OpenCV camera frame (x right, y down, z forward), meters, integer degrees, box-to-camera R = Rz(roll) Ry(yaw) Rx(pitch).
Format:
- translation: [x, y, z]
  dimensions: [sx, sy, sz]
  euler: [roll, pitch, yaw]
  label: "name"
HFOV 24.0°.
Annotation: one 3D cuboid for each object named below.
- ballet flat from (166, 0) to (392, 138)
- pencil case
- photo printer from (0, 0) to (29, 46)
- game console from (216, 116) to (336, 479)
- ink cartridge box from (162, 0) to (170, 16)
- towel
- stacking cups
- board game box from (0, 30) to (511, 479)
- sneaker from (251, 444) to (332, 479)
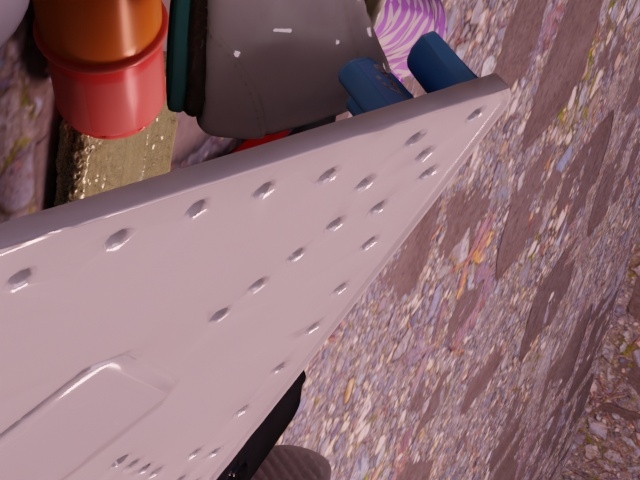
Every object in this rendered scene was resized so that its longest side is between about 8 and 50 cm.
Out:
- translation: [-0.008, -0.249, 0.729]
  dimensions: [0.139, 0.139, 0.400]
  euler: [-18, 111, -65]
  label: "ballet flat"
- translation: [0.036, -0.169, 1.154]
  dimensions: [0.206, 0.086, 0.088]
  euler: [-7, 105, -67]
  label: "pencil case"
- translation: [-0.214, -0.118, 0.521]
  dimensions: [0.307, 0.107, 0.256]
  euler: [-52, 157, -34]
  label: "photo printer"
- translation: [-0.084, 0.103, 1.207]
  dimensions: [0.342, 0.060, 0.386]
  euler: [-46, 154, -44]
  label: "game console"
- translation: [-0.026, -0.230, 0.917]
  dimensions: [0.203, 0.086, 0.148]
  euler: [-54, 157, -29]
  label: "ink cartridge box"
- translation: [-0.132, -0.041, 0.955]
  dimensions: [0.110, 0.027, 0.148]
  euler: [-41, 151, -49]
  label: "towel"
- translation: [-0.111, -0.175, 0.745]
  dimensions: [0.096, 0.096, 0.316]
  euler: [-54, 158, -30]
  label: "stacking cups"
- translation: [-0.135, 0.076, 0.705]
  dimensions: [0.390, 0.050, 0.390]
  euler: [-21, 156, -43]
  label: "board game box"
- translation: [-0.078, 0.321, 1.377]
  dimensions: [0.321, 0.126, 0.127]
  euler: [-40, 143, -55]
  label: "sneaker"
